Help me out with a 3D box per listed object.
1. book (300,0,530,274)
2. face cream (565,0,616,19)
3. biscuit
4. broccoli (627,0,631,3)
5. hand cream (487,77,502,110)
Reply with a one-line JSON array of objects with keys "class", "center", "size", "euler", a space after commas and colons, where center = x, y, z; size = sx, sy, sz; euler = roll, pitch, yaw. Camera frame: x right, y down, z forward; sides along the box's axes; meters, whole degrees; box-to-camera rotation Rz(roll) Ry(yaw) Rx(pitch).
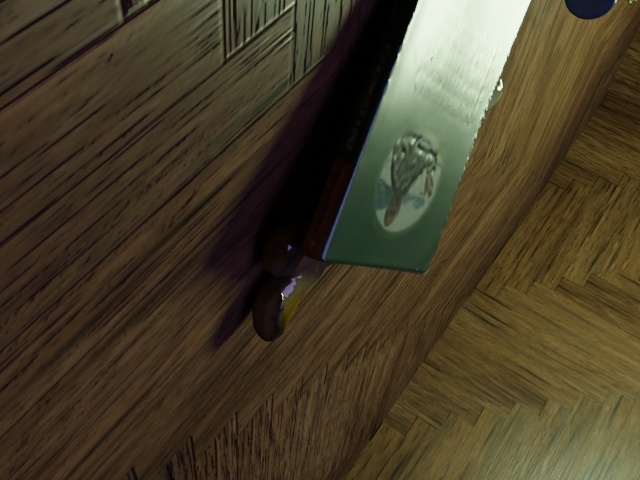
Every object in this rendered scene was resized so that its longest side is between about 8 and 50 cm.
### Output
[{"class": "book", "center": [0.115, -0.145, 0.809], "size": [0.260, 0.043, 0.371], "euler": [11, 102, -60]}, {"class": "face cream", "center": [0.411, -0.435, 1.160], "size": [0.385, 0.086, 0.136], "euler": [-65, 173, -50]}, {"class": "biscuit", "center": [0.000, 0.000, 0.845], "size": [0.208, 0.047, 0.164], "euler": [-43, 158, -42]}, {"class": "broccoli", "center": [0.684, -0.574, 1.469], "size": [0.263, 0.243, 0.247], "euler": [-50, 175, -11]}, {"class": "hand cream", "center": [0.137, -0.153, 0.949], "size": [0.203, 0.084, 0.084], "euler": [-41, 157, -26]}]
